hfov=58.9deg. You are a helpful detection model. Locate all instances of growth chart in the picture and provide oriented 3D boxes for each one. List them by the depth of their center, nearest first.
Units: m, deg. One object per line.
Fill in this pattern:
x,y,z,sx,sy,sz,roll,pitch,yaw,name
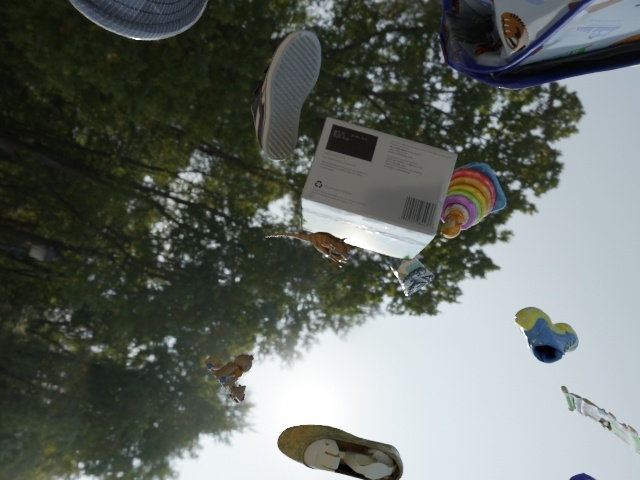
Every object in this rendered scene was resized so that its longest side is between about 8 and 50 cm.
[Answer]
0.662,0.423,1.317,0.021,0.172,0.237,-46,-140,-7,growth chart

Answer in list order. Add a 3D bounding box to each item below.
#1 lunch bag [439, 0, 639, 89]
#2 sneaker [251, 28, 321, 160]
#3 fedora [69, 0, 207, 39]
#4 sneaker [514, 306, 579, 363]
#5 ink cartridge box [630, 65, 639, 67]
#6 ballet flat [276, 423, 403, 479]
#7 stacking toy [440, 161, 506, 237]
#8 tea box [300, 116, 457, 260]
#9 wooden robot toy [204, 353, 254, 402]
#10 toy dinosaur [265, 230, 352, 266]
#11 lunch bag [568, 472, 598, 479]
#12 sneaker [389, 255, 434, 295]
0.353,-0.332,0.686,0.385,0.327,0.239,149,-74,-81,lunch bag
-0.098,-0.367,1.396,0.127,0.126,0.321,54,-47,47,sneaker
-0.069,-0.251,0.265,0.124,0.244,0.276,-8,-71,20,fedora
0.559,0.256,1.379,0.091,0.240,0.126,-38,-142,36,sneaker
0.611,-0.390,1.092,0.235,0.171,0.056,-159,-107,-81,ink cartridge box
0.061,0.562,1.476,0.123,0.348,0.123,-163,-90,-76,ballet flat
0.394,-0.087,1.597,0.175,0.302,0.166,-22,-75,36,stacking toy
0.133,-0.118,1.463,0.323,0.328,0.220,93,14,-78,tea box
-0.156,0.250,1.074,0.079,0.076,0.173,-39,-161,-18,wooden robot toy
0.000,0.000,1.146,0.211,0.112,0.064,10,-106,49,toy dinosaur
0.474,0.475,0.798,0.138,0.293,0.221,-51,-164,21,lunch bag
0.282,0.087,1.803,0.110,0.283,0.122,-33,-113,1,sneaker
